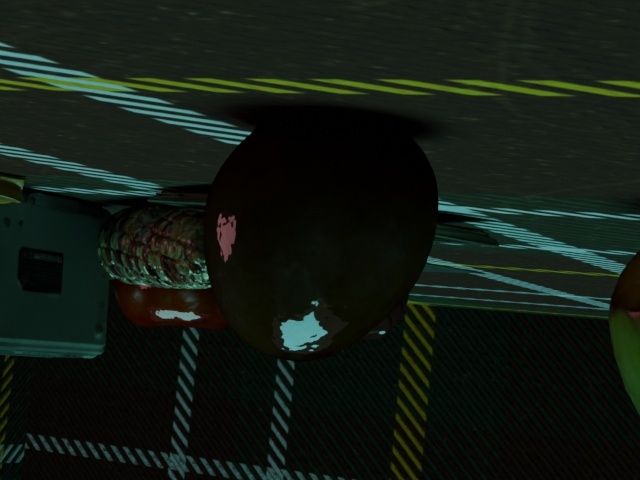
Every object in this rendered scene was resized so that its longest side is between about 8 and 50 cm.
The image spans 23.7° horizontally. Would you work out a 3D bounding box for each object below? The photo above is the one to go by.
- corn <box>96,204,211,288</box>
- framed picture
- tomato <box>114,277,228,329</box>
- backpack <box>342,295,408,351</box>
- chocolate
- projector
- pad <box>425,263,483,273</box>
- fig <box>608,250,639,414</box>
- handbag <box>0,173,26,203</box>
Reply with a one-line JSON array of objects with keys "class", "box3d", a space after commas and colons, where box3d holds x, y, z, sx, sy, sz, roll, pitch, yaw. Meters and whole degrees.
[{"class": "corn", "box3d": [-0.168, 0.007, 1.698, 0.098, 0.098, 0.290, 8, 176, -26]}, {"class": "framed picture", "box3d": [0.002, -0.026, 1.572, 0.296, 0.019, 0.232, 9, 178, -34]}, {"class": "tomato", "box3d": [-0.203, 0.061, 2.231, 0.195, 0.136, 0.195, 3, 177, 0]}, {"class": "backpack", "box3d": [0.008, 0.056, 1.943, 0.229, 0.138, 0.229, 19, 164, 6]}, {"class": "chocolate", "box3d": [0.000, 0.000, 1.017, 0.177, 0.176, 0.177, 6, 176, 0]}, {"class": "projector", "box3d": [-0.345, 0.036, 1.753, 0.099, 0.192, 0.257, -2, 173, 30]}, {"class": "pad", "box3d": [0.112, 0.037, 2.349, 0.265, 0.009, 0.160, 10, 174, -44]}, {"class": "fig", "box3d": [0.382, 0.104, 1.335, 0.326, 0.258, 0.258, 24, 166, -34]}, {"class": "handbag", "box3d": [-0.354, -0.058, 1.584, 0.083, 0.027, 0.061, 12, 173, -37]}]
